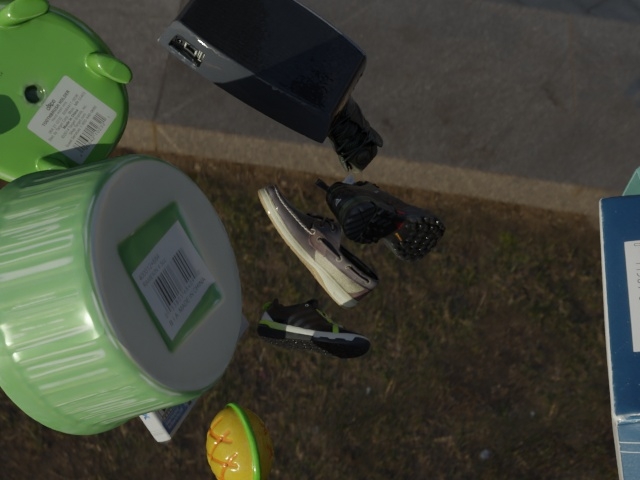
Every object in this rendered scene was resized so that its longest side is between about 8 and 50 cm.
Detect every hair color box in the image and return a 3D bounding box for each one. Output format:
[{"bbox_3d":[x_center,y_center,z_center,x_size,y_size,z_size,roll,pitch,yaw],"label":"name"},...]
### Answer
[{"bbox_3d":[0.267,0.143,0.636,0.105,0.347,0.174,-4,47,19],"label":"hair color box"}]

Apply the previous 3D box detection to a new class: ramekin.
[{"bbox_3d":[-0.217,0.051,0.980,0.148,0.303,0.303,-15,57,26],"label":"ramekin"}]

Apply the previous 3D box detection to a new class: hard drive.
[{"bbox_3d":[-0.068,-0.259,1.194,0.254,0.054,0.172,31,59,-5],"label":"hard drive"}]

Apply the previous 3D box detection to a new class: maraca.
[{"bbox_3d":[-0.118,0.340,1.361,0.099,0.127,0.186,-9,73,-25],"label":"maraca"}]

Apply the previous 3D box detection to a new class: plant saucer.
[{"bbox_3d":[0.567,-0.066,1.617,0.018,0.192,0.067,-12,66,0],"label":"plant saucer"}]

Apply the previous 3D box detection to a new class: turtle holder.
[{"bbox_3d":[-0.431,-0.204,1.204,0.320,0.227,0.243,4,98,-26],"label":"turtle holder"}]

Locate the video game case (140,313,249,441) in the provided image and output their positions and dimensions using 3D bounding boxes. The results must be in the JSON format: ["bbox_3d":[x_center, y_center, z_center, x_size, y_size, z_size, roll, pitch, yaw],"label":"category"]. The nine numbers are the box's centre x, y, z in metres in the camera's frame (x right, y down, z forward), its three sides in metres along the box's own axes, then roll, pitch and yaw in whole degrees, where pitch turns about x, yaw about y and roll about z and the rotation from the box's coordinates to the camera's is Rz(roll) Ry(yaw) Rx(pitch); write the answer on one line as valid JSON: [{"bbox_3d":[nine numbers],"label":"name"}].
[{"bbox_3d":[-0.266,0.119,1.504,0.300,0.036,0.329,60,32,-18],"label":"video game case"}]

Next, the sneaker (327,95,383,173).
[{"bbox_3d":[0.039,-0.179,1.405,0.087,0.227,0.130,-36,84,6],"label":"sneaker"}]

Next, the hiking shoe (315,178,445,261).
[{"bbox_3d":[0.092,-0.042,1.273,0.086,0.227,0.114,-49,53,17],"label":"hiking shoe"}]

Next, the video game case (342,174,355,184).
[{"bbox_3d":[0.075,-0.072,1.906,0.122,0.011,0.087,63,32,-15],"label":"video game case"}]

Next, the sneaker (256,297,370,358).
[{"bbox_3d":[-0.014,0.150,1.635,0.234,0.084,0.097,7,65,26],"label":"sneaker"}]

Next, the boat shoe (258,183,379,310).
[{"bbox_3d":[0.000,0.000,1.555,0.092,0.285,0.103,-36,24,7],"label":"boat shoe"}]
